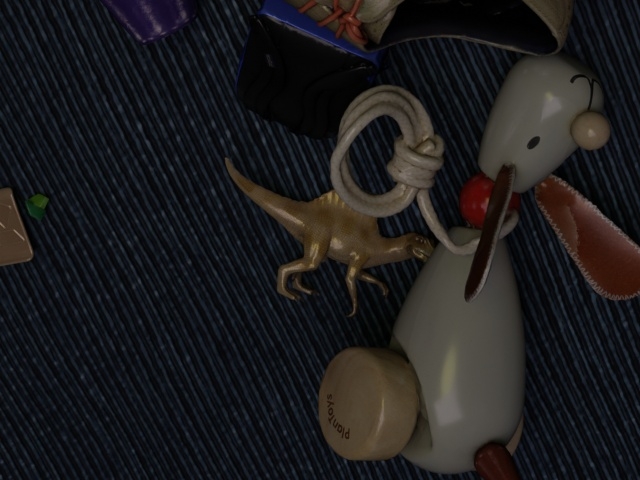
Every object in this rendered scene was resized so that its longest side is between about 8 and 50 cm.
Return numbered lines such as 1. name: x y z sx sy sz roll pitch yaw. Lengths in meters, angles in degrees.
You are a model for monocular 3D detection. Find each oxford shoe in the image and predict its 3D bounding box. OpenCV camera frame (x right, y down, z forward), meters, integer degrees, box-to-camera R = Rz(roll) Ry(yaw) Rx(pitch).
1. oxford shoe: 0.005 -0.190 0.859 0.348 0.130 0.123 4 159 -11

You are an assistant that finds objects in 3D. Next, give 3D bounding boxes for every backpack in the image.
1. backpack: 0.000 -0.133 0.966 0.098 0.101 0.120 28 147 1

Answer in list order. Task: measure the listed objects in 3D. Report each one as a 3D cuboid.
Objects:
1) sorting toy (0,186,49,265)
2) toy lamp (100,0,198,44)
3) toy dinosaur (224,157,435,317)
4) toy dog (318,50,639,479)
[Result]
1. sorting toy: -0.251 -0.012 1.106 0.083 0.012 0.062 -10 106 17
2. toy lamp: -0.166 -0.267 0.949 0.080 0.080 0.275 -21 108 18
3. toy dinosaur: 0.000 0.000 1.056 0.183 0.053 0.093 21 99 -7
4. toy dog: 0.127 0.050 0.966 0.220 0.161 0.334 -15 124 -30
